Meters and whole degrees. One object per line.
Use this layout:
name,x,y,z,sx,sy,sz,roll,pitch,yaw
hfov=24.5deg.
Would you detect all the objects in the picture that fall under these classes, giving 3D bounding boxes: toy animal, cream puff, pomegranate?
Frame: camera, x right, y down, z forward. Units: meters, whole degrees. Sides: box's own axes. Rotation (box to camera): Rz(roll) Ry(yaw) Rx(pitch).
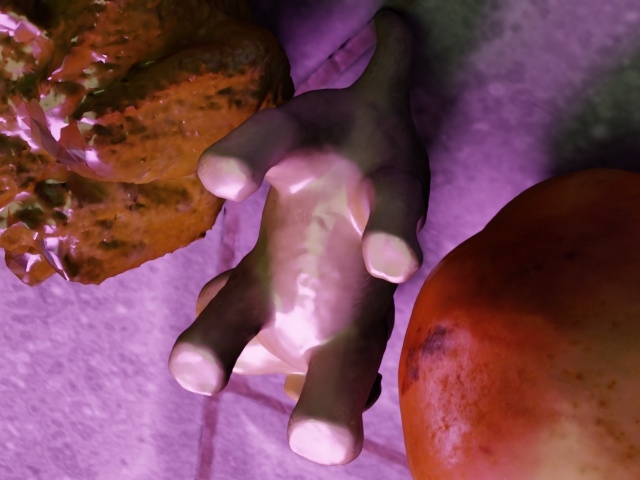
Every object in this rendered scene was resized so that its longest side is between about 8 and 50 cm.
toy animal,-0.006,0.015,0.763,0.121,0.168,0.233,21,133,7
cream puff,-0.136,-0.086,0.764,0.244,0.196,0.244,45,160,22
pomegranate,0.141,0.070,0.707,0.209,0.209,0.209,16,133,18
